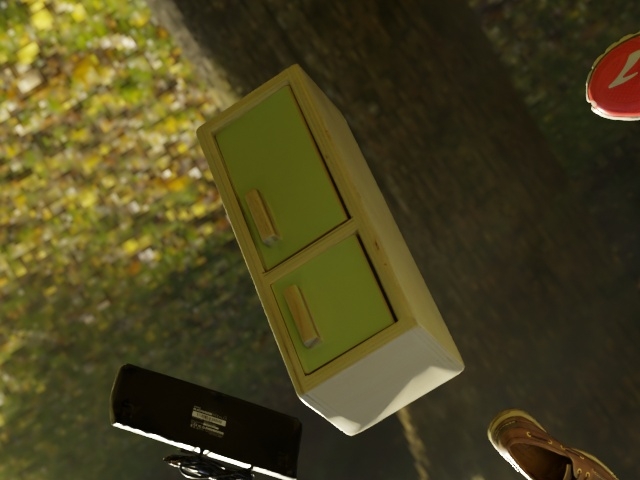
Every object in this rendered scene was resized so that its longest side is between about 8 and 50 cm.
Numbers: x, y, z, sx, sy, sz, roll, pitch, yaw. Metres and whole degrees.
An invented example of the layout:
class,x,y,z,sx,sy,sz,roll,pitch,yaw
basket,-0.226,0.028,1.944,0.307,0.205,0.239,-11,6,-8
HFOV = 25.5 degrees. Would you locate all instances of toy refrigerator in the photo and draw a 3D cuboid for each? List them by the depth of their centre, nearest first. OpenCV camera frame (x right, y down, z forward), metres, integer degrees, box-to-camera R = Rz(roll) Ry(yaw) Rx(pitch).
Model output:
class,x,y,z,sx,sy,sz,roll,pitch,yaw
toy refrigerator,0.000,0.000,1.065,0.102,0.269,0.094,-32,143,12

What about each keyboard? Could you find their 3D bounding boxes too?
class,x,y,z,sx,sy,sz,roll,pitch,yaw
keyboard,-0.114,0.190,1.353,0.100,0.192,0.038,-81,-165,-44

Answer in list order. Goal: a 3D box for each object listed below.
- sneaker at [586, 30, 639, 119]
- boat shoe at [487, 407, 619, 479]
class,x,y,z,sx,sy,sz,roll,pitch,yaw
sneaker,0.447,-0.214,1.659,0.279,0.107,0.118,-15,-177,11
boat shoe,0.253,0.247,1.493,0.064,0.178,0.060,-51,-166,13
